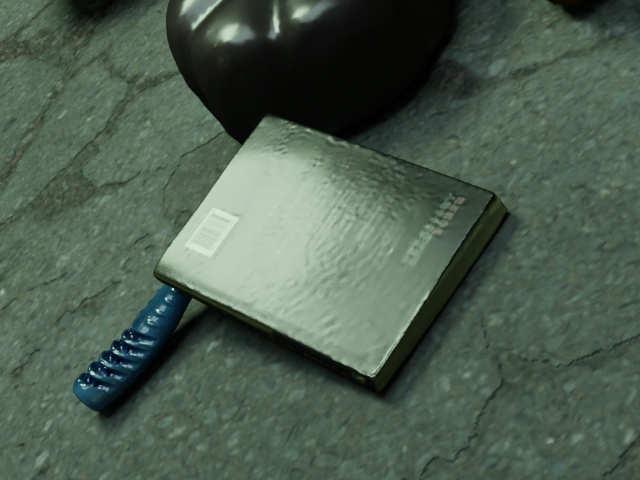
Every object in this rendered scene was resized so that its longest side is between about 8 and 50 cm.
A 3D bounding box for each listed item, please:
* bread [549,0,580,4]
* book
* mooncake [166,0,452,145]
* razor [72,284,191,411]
[{"bbox_3d":[0.155,-0.313,1.010,0.114,0.184,0.275,-33,37,22],"label":"bread"},{"bbox_3d":[0.000,0.000,0.929,0.228,0.024,0.160,23,70,39],"label":"book"},{"bbox_3d":[-0.012,-0.190,1.088,0.244,0.133,0.245,-18,45,19],"label":"mooncake"},{"bbox_3d":[-0.096,0.030,1.009,0.253,0.042,0.082,-47,37,-5],"label":"razor"}]
